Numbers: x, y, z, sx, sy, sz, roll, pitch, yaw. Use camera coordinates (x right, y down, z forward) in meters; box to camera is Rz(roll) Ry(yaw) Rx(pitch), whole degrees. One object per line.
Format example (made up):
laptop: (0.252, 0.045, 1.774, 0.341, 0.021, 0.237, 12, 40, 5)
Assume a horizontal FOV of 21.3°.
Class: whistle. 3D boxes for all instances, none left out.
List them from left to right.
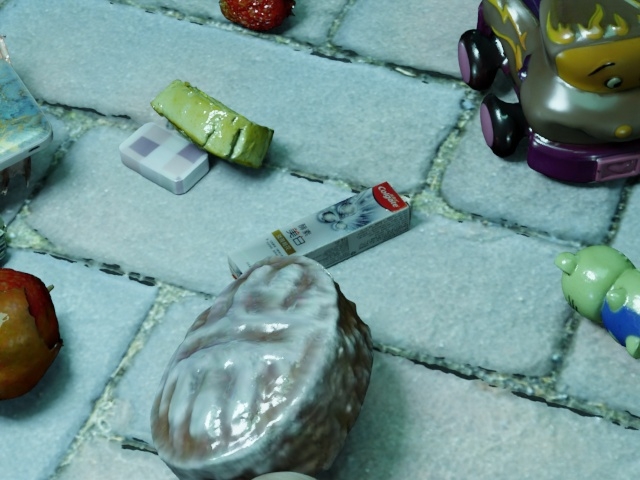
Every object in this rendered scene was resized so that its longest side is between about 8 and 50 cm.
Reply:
whistle: (0.346, 0.077, 1.845, 0.227, 0.105, 0.085, 38, 101, 32)

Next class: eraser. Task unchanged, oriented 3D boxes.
eraser: (-0.192, -0.102, 2.093, 0.105, 0.026, 0.065, 28, 53, 27)

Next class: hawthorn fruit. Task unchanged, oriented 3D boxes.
hawthorn fruit: (-0.346, 0.096, 1.859, 0.148, 0.148, 0.172, 24, 35, 24)

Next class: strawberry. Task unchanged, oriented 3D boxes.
strawberry: (-0.085, -0.319, 2.239, 0.106, 0.106, 0.106, -2, 48, 3)

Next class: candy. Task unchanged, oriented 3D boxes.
candy: (-0.056, 0.151, 1.761, 0.214, 0.157, 0.289, -14, 38, 32)

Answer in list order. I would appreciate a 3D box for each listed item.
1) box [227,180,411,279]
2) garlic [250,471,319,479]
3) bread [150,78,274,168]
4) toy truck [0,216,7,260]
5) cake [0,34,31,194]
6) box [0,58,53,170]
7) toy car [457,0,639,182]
box: (0.000, 0.000, 1.976, 0.218, 0.039, 0.055, -25, 49, -18)
garlic: (-0.036, 0.292, 1.595, 0.191, 0.214, 0.160, 24, 63, 33)
bread: (-0.131, -0.140, 2.069, 0.156, 0.117, 0.064, 30, 92, 34)
toy truck: (-0.460, -0.027, 2.017, 0.202, 0.074, 0.088, 25, 50, 24)
cake: (-0.424, -0.160, 2.094, 0.098, 0.135, 0.287, 4, 43, -31)
box: (-0.466, -0.106, 1.995, 0.285, 0.044, 0.142, -29, 61, -16)
toy car: (0.316, -0.249, 2.040, 0.271, 0.240, 0.340, -11, 51, -8)
